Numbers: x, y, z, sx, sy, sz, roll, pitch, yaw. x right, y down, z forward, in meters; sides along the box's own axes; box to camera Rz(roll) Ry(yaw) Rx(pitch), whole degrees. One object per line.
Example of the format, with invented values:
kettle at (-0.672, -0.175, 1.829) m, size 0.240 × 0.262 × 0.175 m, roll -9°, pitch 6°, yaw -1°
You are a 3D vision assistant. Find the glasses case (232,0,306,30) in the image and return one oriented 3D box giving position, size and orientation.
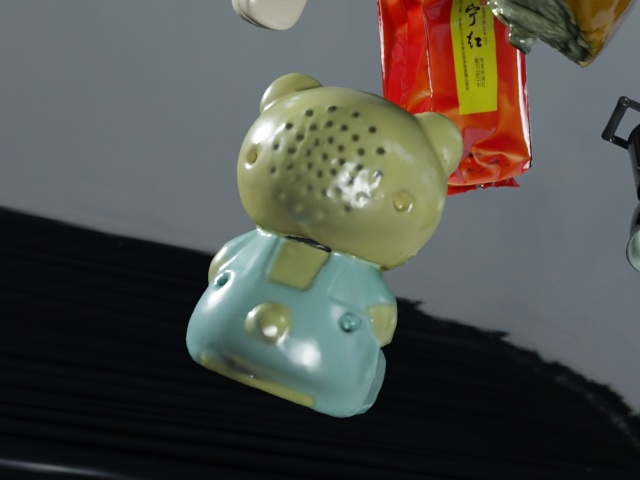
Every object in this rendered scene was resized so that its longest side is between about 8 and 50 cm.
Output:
glasses case at (-0.037, -0.342, 1.211) m, size 0.050 × 0.083 × 0.196 m, roll 26°, pitch 94°, yaw 51°

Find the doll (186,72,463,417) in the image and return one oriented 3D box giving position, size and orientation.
doll at (0.000, 0.000, 0.855) m, size 0.161 × 0.177 × 0.261 m, roll 31°, pitch -101°, yaw -73°

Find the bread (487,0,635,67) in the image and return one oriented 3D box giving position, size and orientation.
bread at (0.276, -0.353, 1.168) m, size 0.250 × 0.224 × 0.279 m, roll 65°, pitch -138°, yaw -70°

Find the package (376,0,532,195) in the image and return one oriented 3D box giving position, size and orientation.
package at (0.192, -0.275, 1.495) m, size 0.123 × 0.196 × 0.424 m, roll 9°, pitch 107°, yaw 58°

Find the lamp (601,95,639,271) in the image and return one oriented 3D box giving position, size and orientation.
lamp at (0.480, -0.078, 1.392) m, size 0.147 × 0.172 × 0.227 m, roll 100°, pitch 177°, yaw -52°
